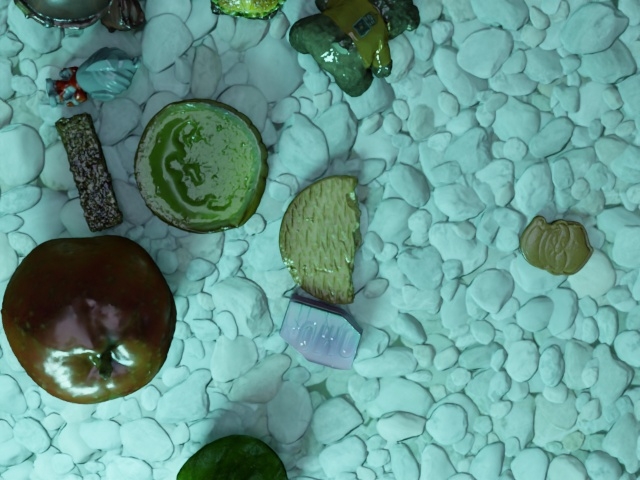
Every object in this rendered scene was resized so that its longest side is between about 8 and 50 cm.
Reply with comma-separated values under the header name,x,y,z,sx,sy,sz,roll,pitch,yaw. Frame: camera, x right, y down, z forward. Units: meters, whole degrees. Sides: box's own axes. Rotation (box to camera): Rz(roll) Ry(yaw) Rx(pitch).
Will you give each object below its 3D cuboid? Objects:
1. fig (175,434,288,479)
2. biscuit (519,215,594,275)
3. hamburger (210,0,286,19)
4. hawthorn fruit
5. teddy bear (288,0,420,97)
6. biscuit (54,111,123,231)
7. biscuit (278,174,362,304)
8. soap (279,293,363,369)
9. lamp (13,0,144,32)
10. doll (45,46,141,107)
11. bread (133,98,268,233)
name,x,y,z,sx,sy,sz,roll,pitch,yaw
fig,-0.153,0.443,1.307,0.203,0.235,0.203,0,97,2
biscuit,0.416,0.010,1.377,0.130,0.019,0.102,16,98,-5
hamburger,-0.113,-0.441,1.255,0.137,0.087,0.166,5,98,-3
hawthorn fruit,-0.359,0.131,1.238,0.275,0.300,0.275,-9,117,-18
teddy bear,0.064,-0.344,1.259,0.177,0.140,0.190,45,86,-5
biscuit,-0.387,-0.115,1.316,0.064,0.034,0.199,-16,99,-1
biscuit,0.000,0.000,1.350,0.144,0.033,0.224,-1,98,0
soap,0.004,0.164,1.363,0.149,0.056,0.100,18,99,-5
lamp,-0.379,-0.432,1.227,0.223,0.151,0.215,6,108,-47
doll,-0.371,-0.266,1.280,0.180,0.079,0.094,-16,74,13
bread,-0.196,-0.121,1.306,0.236,0.070,0.236,0,97,-3
